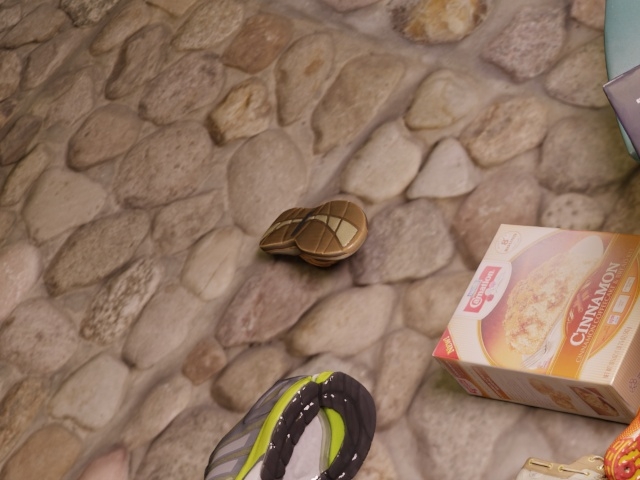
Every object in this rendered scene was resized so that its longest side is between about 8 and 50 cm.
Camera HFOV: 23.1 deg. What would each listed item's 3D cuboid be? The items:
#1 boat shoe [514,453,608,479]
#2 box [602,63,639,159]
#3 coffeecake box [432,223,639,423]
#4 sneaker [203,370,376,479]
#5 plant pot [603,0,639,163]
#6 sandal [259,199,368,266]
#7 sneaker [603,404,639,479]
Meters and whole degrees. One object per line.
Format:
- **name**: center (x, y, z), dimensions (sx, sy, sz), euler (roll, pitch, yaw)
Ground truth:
- **boat shoe**: center (0.204, 0.186, 1.196), dimensions (0.135, 0.050, 0.045), euler (-1, 58, 42)
- **box**: center (0.330, -0.016, 1.086), dimensions (0.143, 0.165, 0.270), euler (-28, 77, 17)
- **coffeecake box**: center (0.207, 0.066, 1.300), dimensions (0.185, 0.068, 0.142), euler (5, 58, 46)
- **sneaker**: center (-0.068, 0.242, 1.364), dimensions (0.300, 0.111, 0.121), euler (-52, 19, -13)
- **plant pot**: center (0.342, -0.157, 1.306), dimensions (0.165, 0.166, 0.234), euler (-26, 42, 48)
- **sandal**: center (0.000, 0.000, 1.580), dimensions (0.072, 0.049, 0.180), euler (-51, 22, -21)
- **sneaker**: center (0.270, 0.129, 1.174), dimensions (0.175, 0.064, 0.067), euler (-34, 24, -27)
